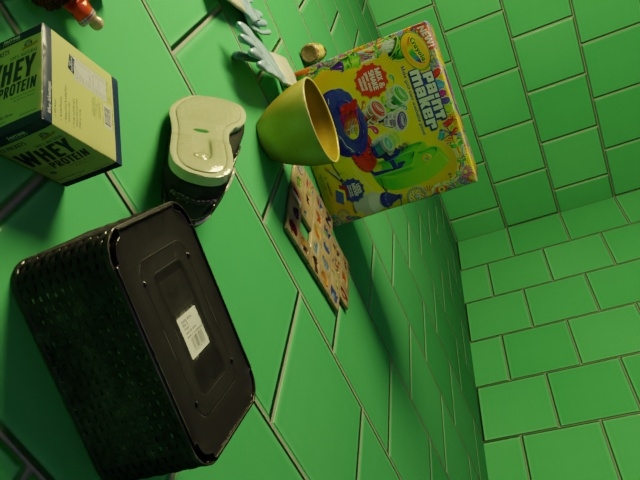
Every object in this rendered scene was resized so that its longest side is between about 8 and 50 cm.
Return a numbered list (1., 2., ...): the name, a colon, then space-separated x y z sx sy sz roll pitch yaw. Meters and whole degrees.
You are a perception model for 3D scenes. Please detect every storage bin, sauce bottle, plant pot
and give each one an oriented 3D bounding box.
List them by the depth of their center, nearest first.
1. storage bin: -0.131 0.074 0.484 0.122 0.084 0.180 -50 120 -70
2. plant pot: -0.040 -0.168 0.973 0.134 0.095 0.134 -18 90 -73
3. sauce bottle: -0.012 -0.407 1.386 0.128 0.042 0.042 -60 131 -70

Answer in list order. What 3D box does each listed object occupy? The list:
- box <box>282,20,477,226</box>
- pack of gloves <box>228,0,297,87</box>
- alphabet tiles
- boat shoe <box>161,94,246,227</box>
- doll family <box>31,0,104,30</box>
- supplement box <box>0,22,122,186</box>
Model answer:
1. box: 0.119 -0.217 1.203 0.177 0.279 0.290 -48 119 -70
2. pack of gloves: -0.116 -0.326 1.016 0.195 0.046 0.232 63 13 7
3. alphabet tiles: 0.000 0.000 1.085 0.198 0.009 0.237 -87 154 -50
4. boat shoe: -0.131 -0.098 0.700 0.233 0.084 0.079 -93 -163 -56
5. doll family: -0.218 -0.314 0.523 0.163 0.118 0.263 -72 141 -62
6. supplement box: -0.200 -0.099 0.480 0.083 0.056 0.083 37 39 -62
